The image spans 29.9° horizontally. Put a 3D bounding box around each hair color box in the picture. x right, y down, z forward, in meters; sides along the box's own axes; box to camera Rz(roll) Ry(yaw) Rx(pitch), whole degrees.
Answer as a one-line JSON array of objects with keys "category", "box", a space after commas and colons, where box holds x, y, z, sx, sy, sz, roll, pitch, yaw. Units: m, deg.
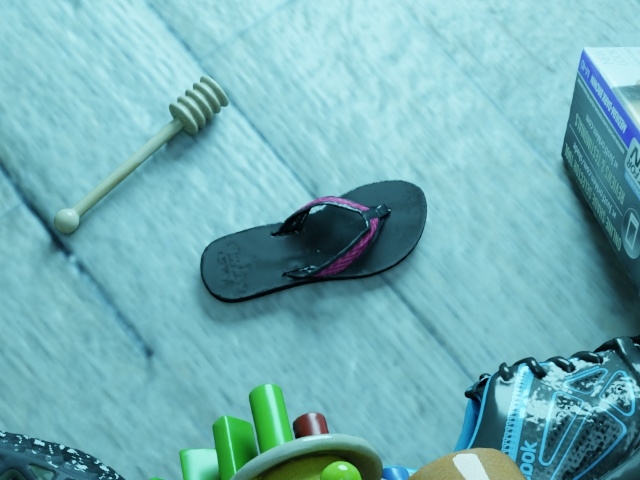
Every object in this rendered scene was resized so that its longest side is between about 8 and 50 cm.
[{"category": "hair color box", "box": [0.368, -0.059, 0.868, 0.338, 0.110, 0.185, -3, 36, -7]}]

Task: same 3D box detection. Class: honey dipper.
[{"category": "honey dipper", "box": [-0.136, -0.062, 0.890, 0.160, 0.030, 0.030, -43, 80, -16]}]

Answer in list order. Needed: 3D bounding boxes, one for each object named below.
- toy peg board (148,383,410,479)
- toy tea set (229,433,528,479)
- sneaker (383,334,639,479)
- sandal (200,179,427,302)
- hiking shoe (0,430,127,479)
[{"category": "toy peg board", "box": [-0.022, 0.167, 0.733, 0.160, 0.161, 0.079, 26, 33, -37]}, {"category": "toy tea set", "box": [0.013, 0.243, 0.659, 0.200, 0.336, 0.124, 2, 44, -27]}, {"category": "sneaker", "box": [0.181, 0.116, 0.811, 0.340, 0.125, 0.140, -38, 74, -20]}, {"category": "sandal", "box": [0.000, 0.000, 0.875, 0.179, 0.040, 0.067, -18, 73, -13]}, {"category": "hiking shoe", "box": [-0.220, 0.179, 0.770, 0.226, 0.086, 0.114, 16, 84, 3]}]
